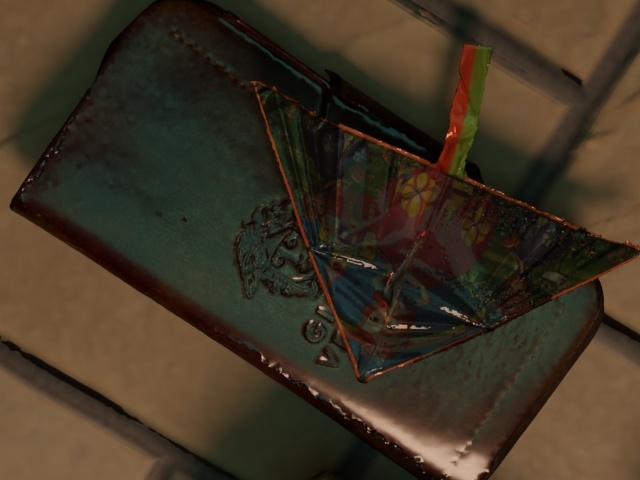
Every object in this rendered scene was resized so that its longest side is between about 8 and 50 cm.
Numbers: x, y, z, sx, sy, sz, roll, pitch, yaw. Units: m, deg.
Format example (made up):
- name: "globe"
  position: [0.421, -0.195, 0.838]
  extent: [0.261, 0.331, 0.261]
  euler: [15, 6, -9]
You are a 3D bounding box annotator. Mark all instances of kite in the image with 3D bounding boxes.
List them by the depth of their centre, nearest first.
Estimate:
- name: "kite"
  position: [0.047, -0.011, 0.556]
  extent: [0.190, 0.010, 0.159]
  euler: [24, 89, -6]

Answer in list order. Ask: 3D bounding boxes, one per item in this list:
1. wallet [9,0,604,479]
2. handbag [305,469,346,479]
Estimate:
- name: "wallet"
  position: [0.000, 0.000, 0.574]
  extent: [0.255, 0.031, 0.137]
  euler: [34, 93, -6]
- name: "handbag"
  position: [0.021, 0.183, 0.569]
  extent: [0.173, 0.095, 0.117]
  euler: [34, 93, -7]
